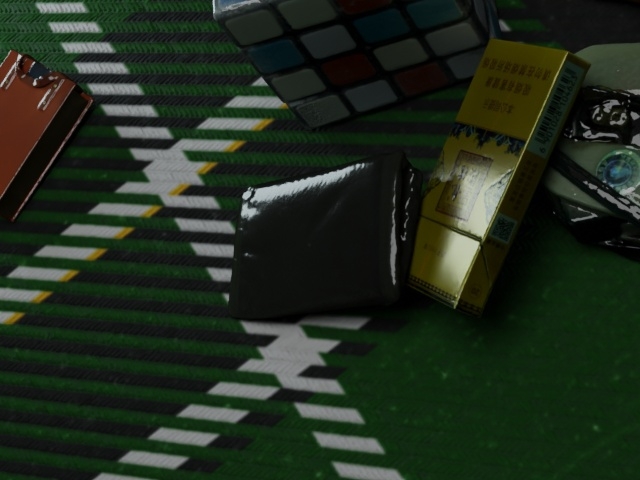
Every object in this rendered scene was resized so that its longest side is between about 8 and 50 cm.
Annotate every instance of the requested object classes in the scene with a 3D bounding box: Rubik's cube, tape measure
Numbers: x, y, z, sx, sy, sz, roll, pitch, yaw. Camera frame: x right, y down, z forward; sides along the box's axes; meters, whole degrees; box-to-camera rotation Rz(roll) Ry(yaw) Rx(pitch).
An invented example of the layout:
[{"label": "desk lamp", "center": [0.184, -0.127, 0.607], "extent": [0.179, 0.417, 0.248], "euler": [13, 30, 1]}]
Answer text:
[{"label": "Rubik's cube", "center": [0.037, -0.314, 1.771], "extent": [0.256, 0.253, 0.259], "euler": [-15, 60, 17]}, {"label": "tape measure", "center": [0.305, -0.085, 1.627], "extent": [0.207, 0.115, 0.235], "euler": [3, 68, 23]}]

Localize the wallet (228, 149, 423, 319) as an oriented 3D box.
[{"label": "wallet", "center": [0.000, 0.000, 1.741], "extent": [0.245, 0.052, 0.169], "euler": [-9, 66, 39]}]

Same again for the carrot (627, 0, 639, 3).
[{"label": "carrot", "center": [0.370, -0.266, 1.728], "extent": [0.248, 0.043, 0.043], "euler": [16, 74, 32]}]

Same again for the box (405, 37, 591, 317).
[{"label": "box", "center": [0.170, -0.069, 1.643], "extent": [0.153, 0.041, 0.279], "euler": [26, 92, 63]}]

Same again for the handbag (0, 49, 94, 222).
[{"label": "handbag", "center": [-0.380, -0.132, 1.987], "extent": [0.127, 0.063, 0.190], "euler": [28, 84, 32]}]
